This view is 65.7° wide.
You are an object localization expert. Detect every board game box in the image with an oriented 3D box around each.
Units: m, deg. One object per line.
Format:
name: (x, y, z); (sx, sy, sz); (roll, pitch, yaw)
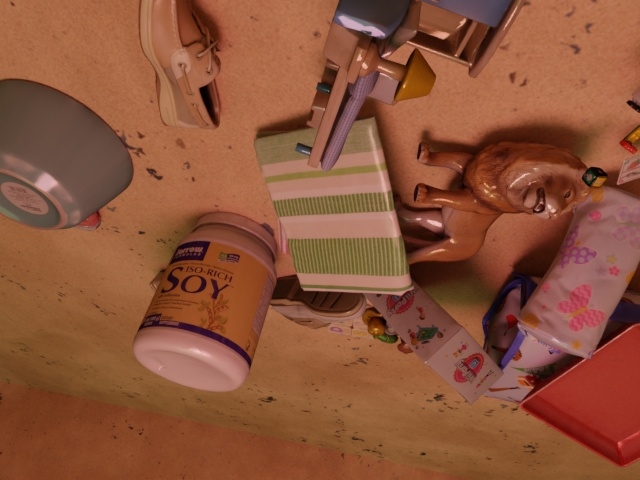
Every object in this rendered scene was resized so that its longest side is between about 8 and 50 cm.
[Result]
board game box: (0.200, 0.162, 1.006); (0.097, 0.303, 0.224); (-44, 130, 2)

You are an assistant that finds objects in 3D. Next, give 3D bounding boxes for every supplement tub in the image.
supplement tub: (-0.231, 0.129, 1.075); (0.240, 0.332, 0.241); (9, 145, 7)

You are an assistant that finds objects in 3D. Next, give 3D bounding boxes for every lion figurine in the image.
lion figurine: (0.257, -0.048, 0.861); (0.240, 0.142, 0.392); (9, 159, -5)

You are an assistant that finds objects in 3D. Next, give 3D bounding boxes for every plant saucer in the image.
plant saucer: (0.528, 0.264, 0.858); (0.258, 0.048, 0.259); (31, 123, -10)

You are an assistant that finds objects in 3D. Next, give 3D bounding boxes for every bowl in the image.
bowl: (-0.553, -0.137, 0.974); (0.311, 0.163, 0.312); (10, 144, 7)

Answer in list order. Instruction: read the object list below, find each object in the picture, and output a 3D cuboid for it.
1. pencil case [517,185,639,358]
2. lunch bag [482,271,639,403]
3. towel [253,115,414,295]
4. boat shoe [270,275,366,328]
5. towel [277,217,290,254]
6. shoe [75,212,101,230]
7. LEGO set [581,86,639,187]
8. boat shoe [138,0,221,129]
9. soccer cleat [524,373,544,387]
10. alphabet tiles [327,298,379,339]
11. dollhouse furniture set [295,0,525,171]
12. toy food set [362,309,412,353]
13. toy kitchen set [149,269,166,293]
pencil case: (0.425, 0.048, 0.791); (0.124, 0.273, 0.113); (26, 179, 20)
lunch bag: (0.521, 0.204, 1.003); (0.327, 0.239, 0.385); (10, 151, 10)
towel: (0.024, -0.046, 0.872); (0.247, 0.038, 0.325); (0, 120, 33)
boat shoe: (-0.002, 0.152, 1.193); (0.302, 0.113, 0.103); (4, 138, 45)
towel: (0.000, 0.000, 1.080); (0.196, 0.029, 0.144); (10, 144, 7)
shoe: (-0.613, -0.077, 1.166); (0.177, 0.064, 0.081); (11, 144, -5)
LEGO set: (0.467, -0.138, 0.630); (0.244, 0.060, 0.182); (-18, 139, 3)
boat shoe: (-0.190, -0.272, 0.715); (0.098, 0.109, 0.302); (11, 151, -4)
soccer cleat: (0.419, 0.279, 0.934); (0.083, 0.029, 0.036); (21, 127, -5)
alphabet tiles: (0.088, 0.187, 1.312); (0.277, 0.021, 0.284); (9, 145, 8)
dollhouse furniture set: (0.096, -0.172, 0.575); (0.198, 0.304, 0.286); (18, 145, -4)
toy food set: (0.209, 0.241, 1.278); (0.217, 0.071, 0.128); (19, 142, -17)
toy kitchen set: (-0.335, 0.156, 1.368); (0.166, 0.122, 0.207); (-11, 117, 32)
